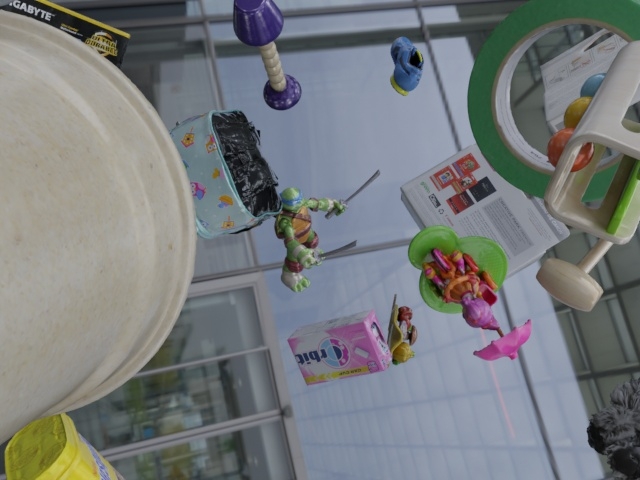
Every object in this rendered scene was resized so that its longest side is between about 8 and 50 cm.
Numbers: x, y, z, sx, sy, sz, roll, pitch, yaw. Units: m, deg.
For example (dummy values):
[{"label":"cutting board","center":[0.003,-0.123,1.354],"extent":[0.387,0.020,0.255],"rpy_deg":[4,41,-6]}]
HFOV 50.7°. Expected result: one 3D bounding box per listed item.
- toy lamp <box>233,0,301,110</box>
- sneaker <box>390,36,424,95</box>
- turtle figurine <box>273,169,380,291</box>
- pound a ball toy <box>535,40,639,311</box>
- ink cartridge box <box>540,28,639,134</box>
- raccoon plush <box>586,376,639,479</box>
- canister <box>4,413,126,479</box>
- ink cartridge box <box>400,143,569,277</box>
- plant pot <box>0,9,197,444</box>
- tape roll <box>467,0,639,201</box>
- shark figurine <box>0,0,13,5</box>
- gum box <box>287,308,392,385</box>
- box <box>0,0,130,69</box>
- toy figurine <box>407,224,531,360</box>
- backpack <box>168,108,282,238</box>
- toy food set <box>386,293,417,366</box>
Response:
[{"label":"toy lamp","center":[-0.083,-0.302,1.083],"extent":[0.275,0.080,0.080],"rpy_deg":[65,9,-70]},{"label":"sneaker","center":[0.207,-0.416,1.546],"extent":[0.082,0.069,0.209],"rpy_deg":[-45,-155,38]},{"label":"turtle figurine","center":[0.000,0.000,1.515],"extent":[0.266,0.274,0.198],"rpy_deg":[96,-11,-54]},{"label":"pound a ball toy","center":[0.351,-0.094,0.849],"extent":[0.135,0.319,0.208],"rpy_deg":[27,-42,17]},{"label":"ink cartridge box","center":[0.612,-0.362,1.412],"extent":[0.066,0.296,0.261],"rpy_deg":[46,35,-22]},{"label":"raccoon plush","center":[0.649,0.316,1.110],"extent":[0.299,0.446,0.216],"rpy_deg":[41,7,-44]},{"label":"canister","center":[-0.256,0.278,0.740],"extent":[0.170,0.073,0.126],"rpy_deg":[58,-16,-25]},{"label":"ink cartridge box","center":[0.385,-0.055,1.612],"extent":[0.309,0.271,0.130],"rpy_deg":[60,1,13]},{"label":"plant pot","center":[-0.268,0.025,0.393],"extent":[0.305,0.333,0.334],"rpy_deg":[-83,168,-76]},{"label":"tape roll","center":[0.393,-0.222,1.051],"extent":[0.321,0.077,0.321],"rpy_deg":[11,-68,28]},{"label":"shark figurine","center":[-0.348,-0.302,0.711],"extent":[0.166,0.116,0.278],"rpy_deg":[48,38,-54]},{"label":"gum box","center":[0.042,0.213,1.341],"extent":[0.107,0.188,0.062],"rpy_deg":[67,28,-10]},{"label":"box","center":[-0.561,-0.421,1.294],"extent":[0.322,0.257,0.079],"rpy_deg":[24,-83,40]},{"label":"toy figurine","center":[0.200,0.077,0.863],"extent":[0.173,0.130,0.159],"rpy_deg":[41,15,-31]},{"label":"backpack","center":[-0.140,-0.085,0.888],"extent":[0.188,0.144,0.166],"rpy_deg":[-77,148,-82]},{"label":"toy food set","center":[0.200,0.223,1.624],"extent":[0.218,0.071,0.128],"rpy_deg":[-71,169,-65]}]
